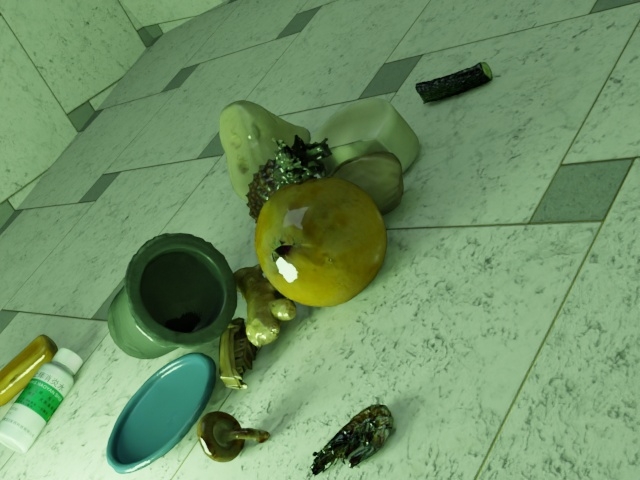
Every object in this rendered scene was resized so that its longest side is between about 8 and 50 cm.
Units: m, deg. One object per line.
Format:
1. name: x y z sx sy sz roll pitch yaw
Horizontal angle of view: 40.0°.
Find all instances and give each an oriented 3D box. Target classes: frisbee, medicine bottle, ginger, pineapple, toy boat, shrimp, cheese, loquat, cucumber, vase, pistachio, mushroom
1. frisbee: -0.311 0.350 1.769 0.289 0.049 0.289 -33 27 19
2. medicine bottle: -0.674 0.381 2.121 0.095 0.095 0.260 -10 40 43
3. ginger: -0.132 0.123 1.821 0.118 0.065 0.299 -42 28 -1
4. pineapple: -0.074 -0.127 1.913 0.175 0.175 0.361 -49 -6 -16
5. toy boat: -0.162 0.226 1.763 0.072 0.064 0.206 -18 30 4
6. shrimp: 0.049 0.322 1.392 0.161 0.034 0.091 -40 29 -2
7. cheese: -0.162 -0.220 2.252 0.173 0.251 0.248 -17 51 37
8. loquat: 0.000 0.000 1.711 0.263 0.263 0.263 -29 30 19
9. cucumber: 0.312 -0.366 2.051 0.187 0.058 0.058 -12 38 38
10. vase: -0.340 0.135 1.881 0.245 0.245 0.291 -57 14 -29
11. pistachio: 0.090 -0.106 1.850 0.223 0.152 0.126 -41 25 42
12. mushroom: -0.155 0.353 1.563 0.129 0.073 0.088 7 44 4

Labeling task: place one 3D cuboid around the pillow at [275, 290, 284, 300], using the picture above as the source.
1. pillow: -0.045 0.036 1.895 0.119 0.053 0.208 -29 36 36

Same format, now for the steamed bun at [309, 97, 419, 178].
1. steamed bun: 0.100 -0.225 2.000 0.241 0.146 0.164 -11 44 42

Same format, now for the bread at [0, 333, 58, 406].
1. bread: -0.796 0.353 2.327 0.239 0.074 0.092 -40 44 2
